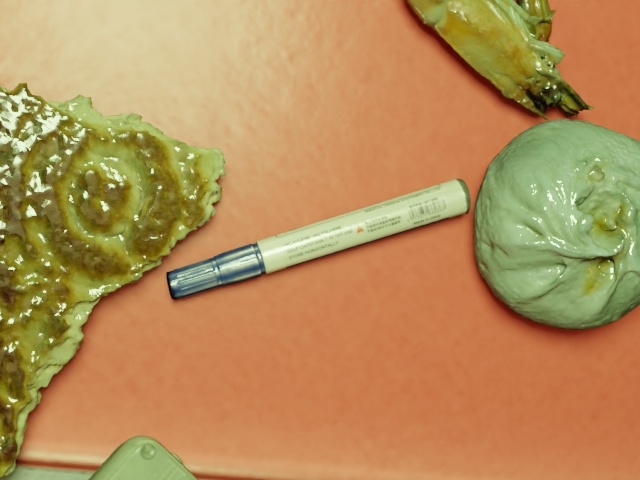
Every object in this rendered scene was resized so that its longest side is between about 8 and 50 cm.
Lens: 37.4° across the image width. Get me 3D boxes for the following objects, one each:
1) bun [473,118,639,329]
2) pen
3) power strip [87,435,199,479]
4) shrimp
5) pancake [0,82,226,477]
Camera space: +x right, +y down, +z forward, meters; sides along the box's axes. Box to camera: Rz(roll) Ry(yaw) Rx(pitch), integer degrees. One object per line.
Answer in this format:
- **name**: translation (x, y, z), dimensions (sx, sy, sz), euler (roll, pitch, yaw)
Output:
- **bun**: translation (0.169, -0.009, 0.613), dimensions (0.141, 0.083, 0.141), euler (-1, 93, -13)
- **pen**: translation (0.000, 0.000, 0.613), dimensions (0.204, 0.025, 0.025), euler (-18, 95, -9)
- **power strip**: translation (-0.141, 0.234, 0.538), dimensions (0.118, 0.046, 0.270), euler (45, 59, -6)
- **shrimp**: translation (0.119, -0.152, 0.628), dimensions (0.099, 0.041, 0.180), euler (-44, 97, -21)
- **pancake**: translation (-0.172, 0.007, 0.576), dimensions (0.244, 0.057, 0.266), euler (-14, 98, -16)
